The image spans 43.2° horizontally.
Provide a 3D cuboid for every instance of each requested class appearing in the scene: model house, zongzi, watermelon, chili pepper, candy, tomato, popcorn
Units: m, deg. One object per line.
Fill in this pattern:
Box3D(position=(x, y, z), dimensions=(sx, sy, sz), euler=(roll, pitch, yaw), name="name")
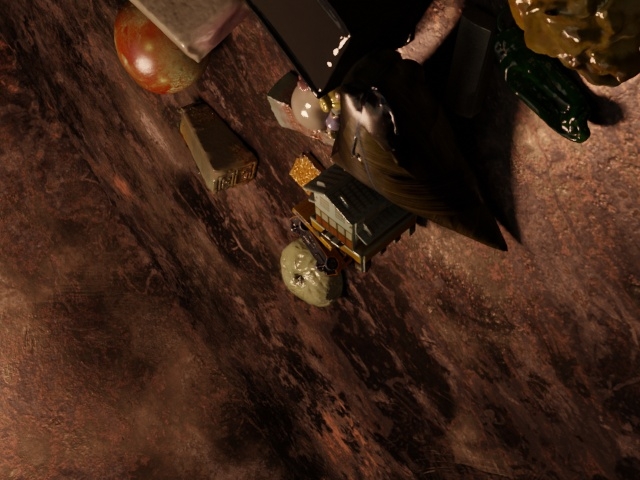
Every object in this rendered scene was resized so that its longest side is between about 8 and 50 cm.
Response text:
Box3D(position=(0.099, -0.089, 1.826), dimensions=(0.198, 0.224, 0.215), euler=(41, 154, 29), name="model house")
Box3D(position=(0.219, -0.150, 1.529), dimensions=(0.432, 0.208, 0.403), euler=(40, 172, 9), name="zongzi")
Box3D(position=(-0.016, -0.284, 1.942), dimensions=(0.241, 0.094, 0.154), euler=(33, 153, 31), name="watermelon")
Box3D(position=(0.366, -0.271, 1.355), dimensions=(0.257, 0.074, 0.100), euler=(49, 150, 2), name="chili pepper")
Box3D(position=(-0.345, -0.605, 1.874), dimensions=(0.358, 0.208, 0.145), euler=(44, -174, 4), name="candy")
Box3D(position=(-0.391, -0.517, 2.081), dimensions=(0.222, 0.270, 0.270), euler=(-7, 121, 22), name="tomato")
Box3D(position=(0.367, -0.337, 1.140), dimensions=(0.266, 0.192, 0.233), euler=(62, 153, -5), name="popcorn")

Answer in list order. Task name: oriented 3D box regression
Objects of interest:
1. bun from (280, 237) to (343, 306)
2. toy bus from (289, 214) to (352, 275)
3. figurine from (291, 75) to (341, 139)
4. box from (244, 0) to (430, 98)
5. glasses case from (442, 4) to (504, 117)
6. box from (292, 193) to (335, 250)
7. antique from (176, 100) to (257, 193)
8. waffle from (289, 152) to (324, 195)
Box3D(position=(-0.038, 0.101, 2.368), dimensions=(0.221, 0.108, 0.221), euler=(39, 149, 28), name="bun")
Box3D(position=(0.000, 0.000, 2.218), dimensions=(0.195, 0.088, 0.083), euler=(57, 157, -9), name="toy bus")
Box3D(position=(0.015, -0.349, 1.763), dimensions=(0.155, 0.127, 0.236), euler=(62, 155, 27), name="figurine")
Box3D(position=(0.011, -0.488, 1.468), dimensions=(0.345, 0.251, 0.204), euler=(52, 153, 4), name="box")
Box3D(position=(0.273, -0.319, 1.468), dimensions=(0.071, 0.047, 0.205), euler=(40, 149, 24), name="glasses case")
Box3D(position=(0.007, -0.050, 2.149), dimensions=(0.155, 0.087, 0.023), euler=(46, 149, 17), name="box")
Box3D(position=(-0.322, -0.284, 2.379), dimensions=(0.284, 0.150, 0.125), euler=(53, 150, 21), name="antique")
Box3D(position=(-0.037, -0.181, 2.143), dimensions=(0.092, 0.021, 0.135), euler=(49, 152, 10), name="waffle")
